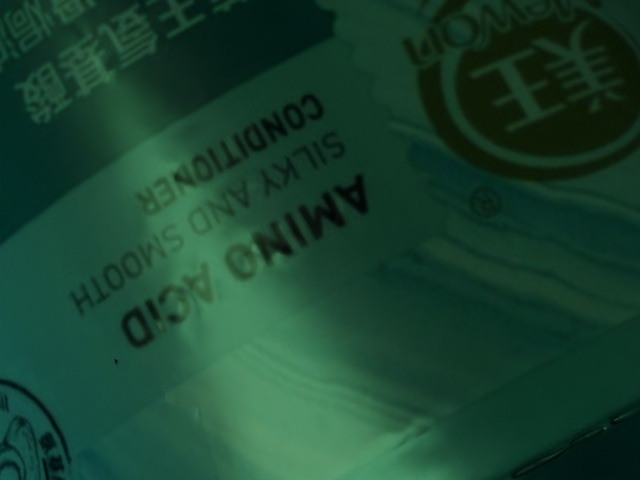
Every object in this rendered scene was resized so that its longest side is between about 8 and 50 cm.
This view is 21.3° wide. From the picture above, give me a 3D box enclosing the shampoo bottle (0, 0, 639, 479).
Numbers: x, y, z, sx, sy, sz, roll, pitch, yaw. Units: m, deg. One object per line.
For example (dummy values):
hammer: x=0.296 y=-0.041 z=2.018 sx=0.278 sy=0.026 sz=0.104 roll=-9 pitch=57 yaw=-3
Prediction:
shampoo bottle: x=0.000 y=0.000 z=0.629 sx=0.331 sy=0.331 sz=0.342 roll=-35 pitch=76 yaw=26
